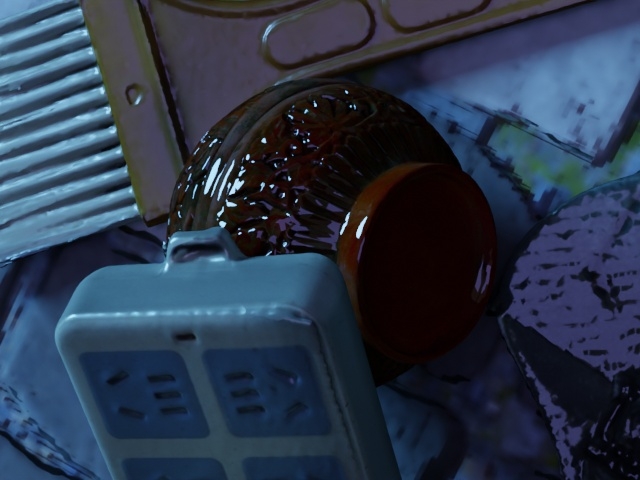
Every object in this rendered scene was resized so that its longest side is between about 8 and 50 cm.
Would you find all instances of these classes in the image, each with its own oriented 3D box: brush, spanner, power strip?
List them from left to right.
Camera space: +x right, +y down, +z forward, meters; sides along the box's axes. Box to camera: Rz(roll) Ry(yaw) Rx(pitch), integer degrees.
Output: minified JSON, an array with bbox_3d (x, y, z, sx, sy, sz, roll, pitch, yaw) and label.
[{"bbox_3d":[-0.014,0.082,0.573,0.081,0.035,0.192,-3,124,20],"label":"power strip"},{"bbox_3d":[0.015,-0.074,0.635,0.314,0.017,0.090,-18,85,13],"label":"brush"},{"bbox_3d":[0.080,0.139,0.600,0.093,0.026,0.325,8,90,17],"label":"spanner"}]

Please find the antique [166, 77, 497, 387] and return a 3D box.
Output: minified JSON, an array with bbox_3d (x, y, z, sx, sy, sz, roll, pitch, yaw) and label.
[{"bbox_3d":[0.000,0.000,0.593,0.104,0.104,0.104,-1,87,15],"label":"antique"}]
